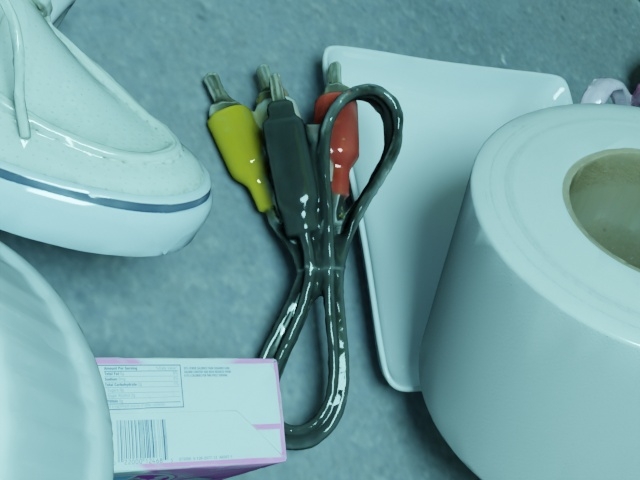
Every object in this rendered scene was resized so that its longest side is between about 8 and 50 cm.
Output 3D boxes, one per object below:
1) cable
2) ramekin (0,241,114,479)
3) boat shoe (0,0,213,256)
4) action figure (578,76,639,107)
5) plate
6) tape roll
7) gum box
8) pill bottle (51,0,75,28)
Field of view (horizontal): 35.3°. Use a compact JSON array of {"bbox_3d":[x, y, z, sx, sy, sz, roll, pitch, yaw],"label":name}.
[{"bbox_3d":[0.000,0.000,0.721,0.140,0.072,0.287,-7,82,-4],"label":"cable"},{"bbox_3d":[-0.235,0.093,0.413,0.277,0.135,0.277,0,72,0],"label":"ramekin"},{"bbox_3d":[-0.205,-0.133,0.526,0.367,0.156,0.136,29,24,0],"label":"boat shoe"},{"bbox_3d":[0.343,-0.093,0.943,0.276,0.248,0.370,12,37,3],"label":"action figure"},{"bbox_3d":[0.128,-0.017,0.837,0.277,0.045,0.277,0,72,-35],"label":"plate"},{"bbox_3d":[0.199,0.045,0.659,0.246,0.169,0.246,6,40,-5],"label":"tape roll"},{"bbox_3d":[-0.128,0.108,0.573,0.188,0.107,0.062,5,69,-33],"label":"gum box"},{"bbox_3d":[-0.239,-0.172,0.621,0.160,0.087,0.087,38,55,-16],"label":"pill bottle"}]
